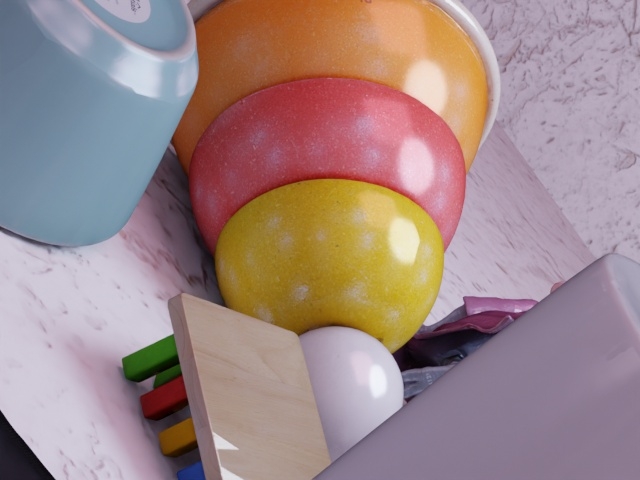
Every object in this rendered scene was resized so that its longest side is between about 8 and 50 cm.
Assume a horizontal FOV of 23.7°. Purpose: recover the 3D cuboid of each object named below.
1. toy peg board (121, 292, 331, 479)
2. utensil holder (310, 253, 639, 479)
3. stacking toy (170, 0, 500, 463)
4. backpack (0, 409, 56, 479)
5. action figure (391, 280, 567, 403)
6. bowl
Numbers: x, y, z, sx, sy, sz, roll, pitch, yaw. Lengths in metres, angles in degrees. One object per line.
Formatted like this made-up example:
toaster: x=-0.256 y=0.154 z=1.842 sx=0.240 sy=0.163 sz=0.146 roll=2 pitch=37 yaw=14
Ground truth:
toy peg board: x=-0.073 y=0.143 z=1.171 sx=0.161 sy=0.079 sz=0.161 roll=24 pitch=44 yaw=-54
utensil holder: x=0.104 y=0.240 z=0.814 sx=0.327 sy=0.385 sz=0.327 roll=43 pitch=18 yaw=-17
stacking toy: x=0.000 y=0.000 z=1.406 sx=0.350 sy=0.350 sz=0.480 roll=37 pitch=38 yaw=-34
backpack: x=-0.194 y=0.152 z=0.548 sx=0.355 sy=0.273 sz=0.290 roll=30 pitch=8 yaw=18
action figure: x=0.216 y=0.112 z=1.615 sx=0.248 sy=0.276 sz=0.370 roll=48 pitch=20 yaw=11
bowl: x=-0.220 y=-0.166 z=1.234 sx=0.311 sy=0.163 sz=0.311 roll=38 pitch=28 yaw=-25
